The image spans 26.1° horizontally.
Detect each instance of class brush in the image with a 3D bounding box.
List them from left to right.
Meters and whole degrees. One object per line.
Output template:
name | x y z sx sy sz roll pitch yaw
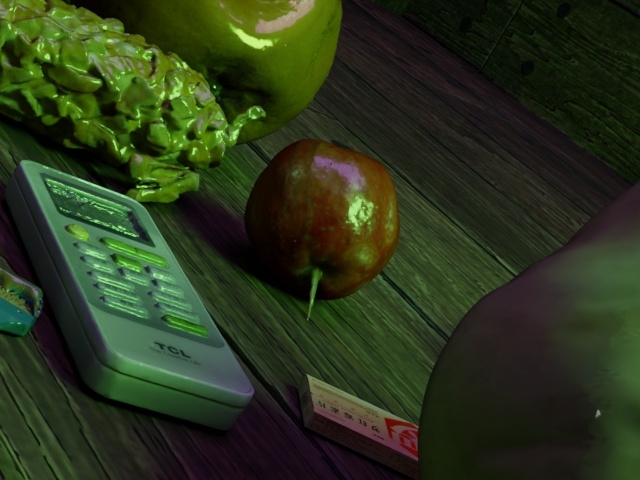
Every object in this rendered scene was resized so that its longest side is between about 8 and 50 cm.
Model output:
brush | -0.183 0.046 0.712 0.051 0.014 0.164 29 16 -4

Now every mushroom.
mushroom | 0.200 0.106 0.697 0.353 0.353 0.325 44 4 41

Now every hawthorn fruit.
hawthorn fruit | 0.005 -0.014 1.068 0.125 0.125 0.140 28 13 -13

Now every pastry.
pastry | -0.172 -0.116 1.085 0.250 0.102 0.154 27 16 -16

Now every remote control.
remote control | -0.124 0.027 0.847 0.103 0.034 0.250 22 17 -32

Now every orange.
orange | -0.107 -0.185 1.247 0.249 0.249 0.183 24 47 -24

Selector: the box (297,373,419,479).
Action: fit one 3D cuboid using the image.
box | 0.030 0.120 0.880 0.093 0.015 0.058 27 13 -13
